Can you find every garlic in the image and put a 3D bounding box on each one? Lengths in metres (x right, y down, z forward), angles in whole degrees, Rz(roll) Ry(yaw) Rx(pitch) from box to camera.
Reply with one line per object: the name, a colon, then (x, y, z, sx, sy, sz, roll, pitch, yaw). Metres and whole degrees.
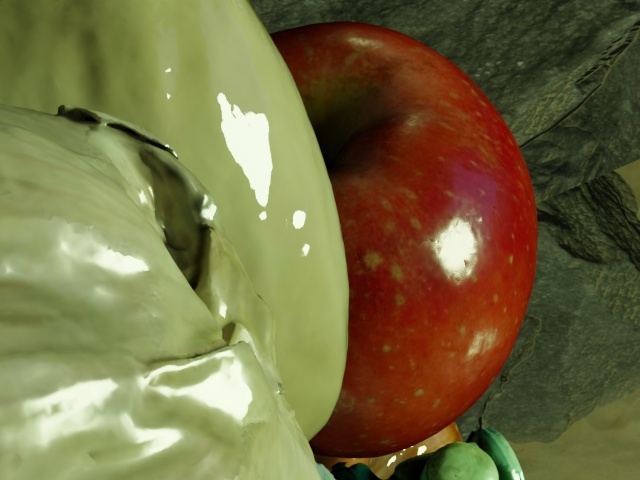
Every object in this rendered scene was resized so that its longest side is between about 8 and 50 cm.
garlic: (-0.081, 0.058, 0.426, 0.228, 0.152, 0.227, -18, 90, -86)

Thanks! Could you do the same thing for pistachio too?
pistachio: (-0.087, -0.017, 0.697, 0.197, 0.166, 0.288, -32, 104, -61)

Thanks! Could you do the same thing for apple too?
apple: (0.000, 0.000, 0.929, 0.216, 0.260, 0.260, 83, -10, -53)

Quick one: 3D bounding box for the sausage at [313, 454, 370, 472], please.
sausage: (-0.016, 0.123, 1.233, 0.179, 0.089, 0.089, 65, 4, 11)

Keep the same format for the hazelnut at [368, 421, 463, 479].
hazelnut: (0.059, 0.210, 1.499, 0.150, 0.150, 0.150, -23, 90, -85)

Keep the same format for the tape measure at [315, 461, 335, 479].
tape measure: (-0.013, 0.192, 0.822, 0.182, 0.107, 0.181, 66, 10, 28)

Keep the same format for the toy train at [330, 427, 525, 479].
toy train: (0.075, 0.250, 0.995, 0.298, 0.120, 0.194, 102, -29, -55)
